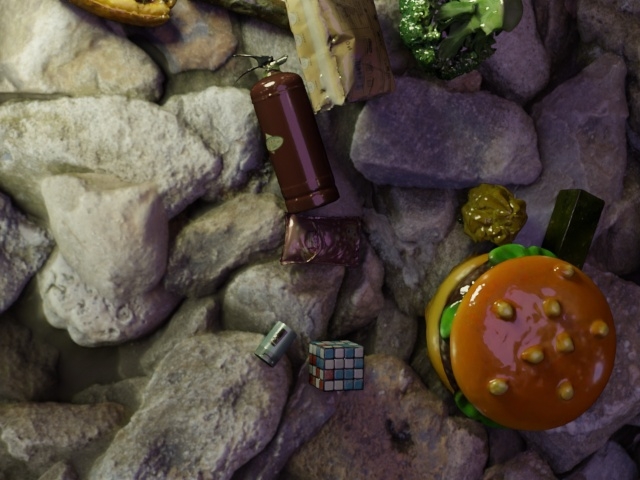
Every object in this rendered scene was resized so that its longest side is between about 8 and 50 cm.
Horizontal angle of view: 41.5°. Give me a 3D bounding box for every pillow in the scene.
[{"bbox_3d":[0.000,0.000,1.778,0.184,0.043,0.118,5,83,-24],"label":"pillow"}]

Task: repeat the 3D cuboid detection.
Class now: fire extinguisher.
[{"bbox_3d":[-0.072,-0.226,1.710,0.135,0.114,0.338,-16,98,7],"label":"fire extinguisher"}]

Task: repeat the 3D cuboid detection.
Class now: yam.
[{"bbox_3d":[-0.146,-0.478,1.702,0.274,0.061,0.061,14,86,-22],"label":"yam"}]

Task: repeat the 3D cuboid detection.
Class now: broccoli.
[{"bbox_3d":[0.297,-0.472,1.771,0.269,0.270,0.270,-11,106,-41],"label":"broccoli"}]

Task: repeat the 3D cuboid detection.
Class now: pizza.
[{"bbox_3d":[-0.365,-0.531,1.610,0.251,0.074,0.288,44,78,-19],"label":"pizza"}]

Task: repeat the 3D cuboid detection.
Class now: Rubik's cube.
[{"bbox_3d":[0.033,0.262,1.769,0.092,0.092,0.092,1,91,-21],"label":"Rubik's cube"}]

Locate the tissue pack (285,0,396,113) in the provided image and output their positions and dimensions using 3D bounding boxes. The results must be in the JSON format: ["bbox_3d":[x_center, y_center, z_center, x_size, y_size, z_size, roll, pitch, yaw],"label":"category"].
[{"bbox_3d":[0.046,-0.403,1.714,0.215,0.122,0.257,-25,104,-51],"label":"tissue pack"}]

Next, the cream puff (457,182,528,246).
[{"bbox_3d":[0.395,-0.061,1.881,0.156,0.156,0.121,-23,117,-19],"label":"cream puff"}]

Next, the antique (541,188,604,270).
[{"bbox_3d":[0.580,-0.005,1.984,0.081,0.080,0.221,23,84,-19],"label":"antique"}]

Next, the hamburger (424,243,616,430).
[{"bbox_3d":[0.431,0.222,1.806,0.395,0.277,0.396,-1,92,-12],"label":"hamburger"}]

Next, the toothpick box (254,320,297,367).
[{"bbox_3d":[-0.092,0.214,1.741,0.052,0.052,0.083,41,76,-17],"label":"toothpick box"}]
